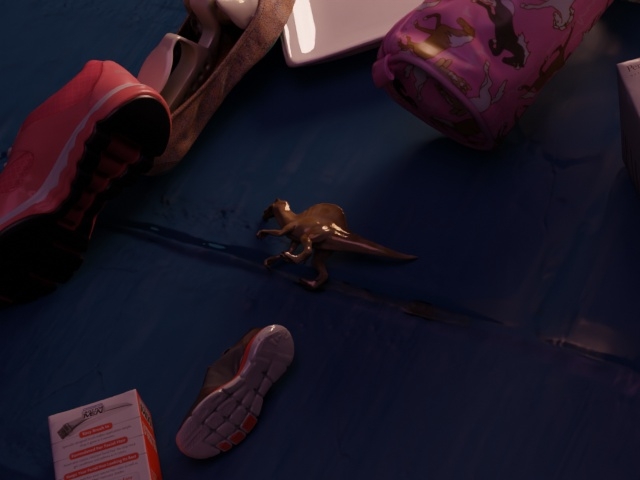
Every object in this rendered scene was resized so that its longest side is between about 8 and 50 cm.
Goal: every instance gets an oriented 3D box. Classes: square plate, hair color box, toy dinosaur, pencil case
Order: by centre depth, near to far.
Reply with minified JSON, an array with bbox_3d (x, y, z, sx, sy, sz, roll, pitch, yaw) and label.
[{"bbox_3d":[-0.197,0.232,1.438,0.093,0.053,0.167,-18,52,3],"label":"hair color box"},{"bbox_3d":[0.000,0.000,1.566,0.183,0.053,0.092,21,59,28],"label":"toy dinosaur"},{"bbox_3d":[0.220,-0.278,1.610,0.167,0.160,0.386,31,80,27],"label":"pencil case"},{"bbox_3d":[0.104,-0.357,1.818,0.347,0.049,0.344,-15,50,3],"label":"square plate"}]

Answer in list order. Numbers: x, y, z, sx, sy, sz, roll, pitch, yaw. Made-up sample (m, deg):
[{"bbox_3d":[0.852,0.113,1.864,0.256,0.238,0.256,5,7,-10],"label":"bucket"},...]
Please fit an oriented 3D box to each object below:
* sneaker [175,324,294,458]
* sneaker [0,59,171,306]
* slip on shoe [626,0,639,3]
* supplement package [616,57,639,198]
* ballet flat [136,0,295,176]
[{"bbox_3d":[-0.089,0.147,1.486,0.158,0.061,0.065,-48,29,-23],"label":"sneaker"},{"bbox_3d":[-0.290,-0.060,1.623,0.314,0.116,0.136,-47,49,7],"label":"sneaker"},{"bbox_3d":[0.444,-0.338,1.654,0.331,0.101,0.123,-6,51,32],"label":"slip on shoe"},{"bbox_3d":[0.407,-0.078,1.455,0.194,0.149,0.203,-16,52,2],"label":"supplement package"},{"bbox_3d":[-0.128,-0.216,1.700,0.108,0.106,0.316,19,70,33],"label":"ballet flat"}]
